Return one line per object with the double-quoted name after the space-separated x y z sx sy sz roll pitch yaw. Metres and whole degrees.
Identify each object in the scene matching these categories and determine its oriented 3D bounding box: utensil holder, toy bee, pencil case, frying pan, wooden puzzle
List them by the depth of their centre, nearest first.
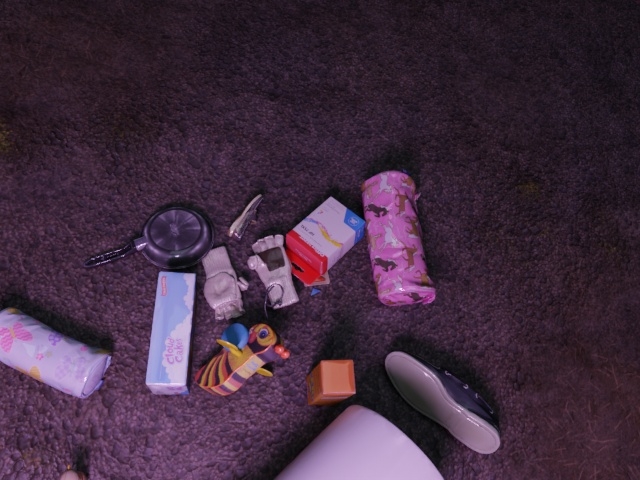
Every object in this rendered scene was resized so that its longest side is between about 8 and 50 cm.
0.037 0.584 1.092 0.385 0.327 0.327 -39 79 -25 "utensil holder"
-0.624 0.254 1.216 0.273 0.113 0.124 24 53 -1 "pencil case"
-0.161 0.254 1.259 0.162 0.195 0.298 28 95 44 "toy bee"
-0.449 -0.018 1.413 0.327 0.053 0.197 2 58 -8 "frying pan"
-0.015 0.091 1.476 0.079 0.014 0.116 -14 70 -17 "wooden puzzle"
0.217 -0.005 1.493 0.167 0.160 0.385 -14 65 20 "pencil case"

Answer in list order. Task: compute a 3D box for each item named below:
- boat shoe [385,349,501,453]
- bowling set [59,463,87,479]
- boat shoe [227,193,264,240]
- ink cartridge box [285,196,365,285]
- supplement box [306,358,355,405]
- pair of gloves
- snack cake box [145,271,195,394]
0.320 0.388 1.363 0.340 0.127 0.113 35 34 13 "boat shoe"
-0.450 0.604 1.071 0.200 0.154 0.286 4 66 -10 "bowling set"
-0.200 -0.063 1.488 0.049 0.056 0.152 36 73 0 "boat shoe"
0.000 0.000 1.473 0.134 0.078 0.231 37 63 20 "ink cartridge box"
0.020 0.338 1.249 0.080 0.233 0.078 -1 66 -9 "supplement box"
-0.192 0.095 1.404 0.240 0.042 0.204 -11 69 -6 "pair of gloves"
-0.349 0.223 1.267 0.089 0.152 0.264 4 66 -11 "snack cake box"
